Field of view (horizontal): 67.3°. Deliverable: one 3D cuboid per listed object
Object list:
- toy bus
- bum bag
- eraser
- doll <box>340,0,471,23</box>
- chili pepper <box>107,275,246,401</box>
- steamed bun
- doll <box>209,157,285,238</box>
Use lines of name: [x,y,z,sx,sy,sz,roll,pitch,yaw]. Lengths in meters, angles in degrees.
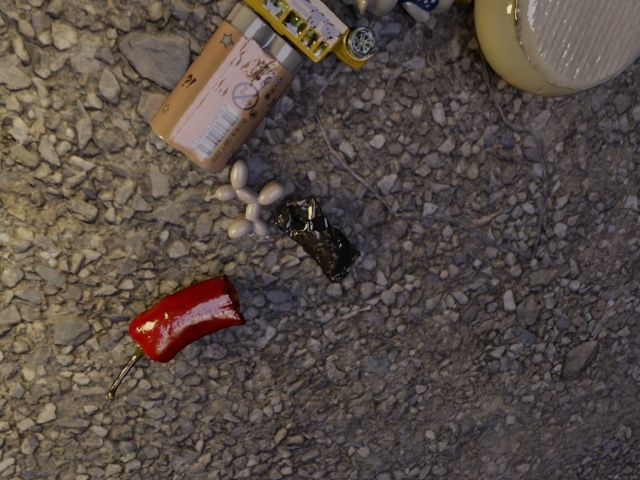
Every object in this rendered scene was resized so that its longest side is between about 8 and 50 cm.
toy bus: [-0.046,-0.443,0.903,0.335,0.121,0.123,38,106,-23]
bum bag: [0.001,-0.001,1.103,0.102,0.069,0.248,-44,122,-3]
eraser: [-0.179,-0.287,0.942,0.171,0.087,0.290,36,101,-24]
doll: [0.161,-0.495,0.933,0.293,0.119,0.138,-6,120,-11]
chili pepper: [-0.341,0.193,1.052,0.338,0.134,0.131,-27,123,-4]
steamed bun: [0.468,-0.478,0.947,0.375,0.241,0.374,-6,111,-17]
doll: [-0.156,-0.077,1.041,0.161,0.059,0.160,32,100,-23]
